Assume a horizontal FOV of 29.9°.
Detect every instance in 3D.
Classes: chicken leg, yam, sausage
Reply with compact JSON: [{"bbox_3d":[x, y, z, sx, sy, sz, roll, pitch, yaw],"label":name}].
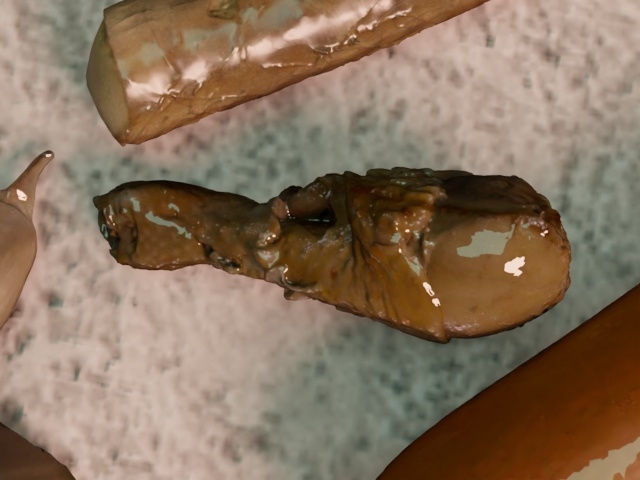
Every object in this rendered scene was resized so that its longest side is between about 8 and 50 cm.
[{"bbox_3d":[0.000,0.003,0.476,0.198,0.085,0.069,6,103,15],"label":"chicken leg"},{"bbox_3d":[0.042,-0.121,0.504,0.300,0.066,0.066,-26,80,-5],"label":"yam"},{"bbox_3d":[0.134,0.065,0.445,0.274,0.105,0.105,-34,80,-5],"label":"sausage"}]

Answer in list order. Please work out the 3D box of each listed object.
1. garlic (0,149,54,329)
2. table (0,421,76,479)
[{"bbox_3d":[-0.168,0.024,0.475,0.152,0.066,0.084,-23,78,-1],"label":"garlic"},{"bbox_3d":[-0.131,0.156,0.278,0.317,0.249,0.317,10,75,-41],"label":"table"}]
